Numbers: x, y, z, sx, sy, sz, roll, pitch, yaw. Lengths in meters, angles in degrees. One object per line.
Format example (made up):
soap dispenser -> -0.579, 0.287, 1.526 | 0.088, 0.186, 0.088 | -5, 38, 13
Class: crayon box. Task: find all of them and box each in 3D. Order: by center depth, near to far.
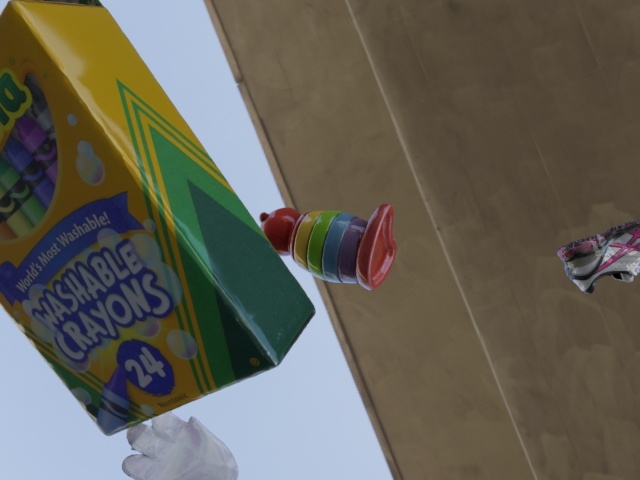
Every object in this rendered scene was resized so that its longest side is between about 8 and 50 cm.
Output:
crayon box -> -0.180, -0.019, 0.364 | 0.203, 0.083, 0.322 | -30, -82, 29

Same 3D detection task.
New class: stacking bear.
stacking bear -> 0.000, 0.000, 1.037 | 0.289, 0.164, 0.175 | 13, -38, 23

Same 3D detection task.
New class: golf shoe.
golf shoe -> 0.457, 0.019, 0.718 | 0.186, 0.067, 0.085 | -21, -101, -2

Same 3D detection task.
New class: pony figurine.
pony figurine -> -0.198, 0.414, 0.615 | 0.364, 0.302, 0.351 | -10, -45, 40
